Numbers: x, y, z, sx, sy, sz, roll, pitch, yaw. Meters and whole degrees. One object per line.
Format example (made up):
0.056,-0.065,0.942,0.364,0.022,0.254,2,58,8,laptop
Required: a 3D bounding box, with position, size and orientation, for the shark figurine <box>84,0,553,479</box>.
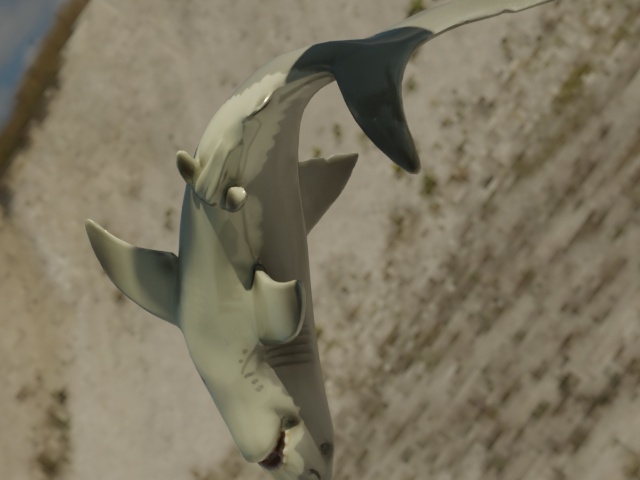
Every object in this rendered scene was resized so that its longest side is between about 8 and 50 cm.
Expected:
-0.006,-0.027,0.782,0.116,0.166,0.278,-29,-30,-39,shark figurine
